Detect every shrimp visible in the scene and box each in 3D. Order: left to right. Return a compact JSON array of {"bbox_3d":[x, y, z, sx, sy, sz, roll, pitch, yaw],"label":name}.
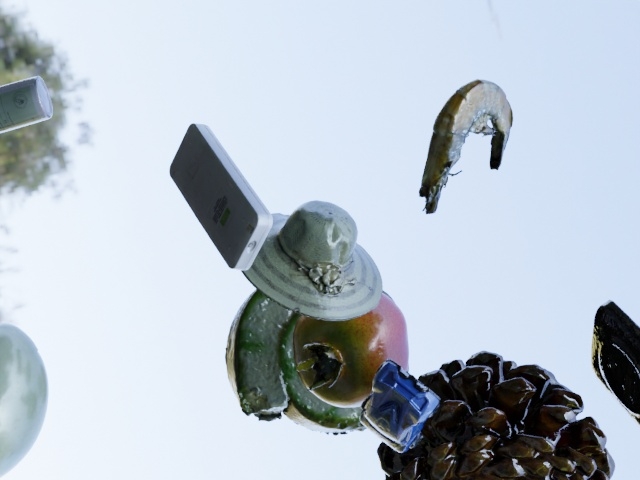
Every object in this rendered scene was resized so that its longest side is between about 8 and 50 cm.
[{"bbox_3d":[0.219,-0.135,1.879,0.051,0.150,0.217,41,-63,44],"label":"shrimp"}]

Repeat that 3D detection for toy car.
[{"bbox_3d":[0.105,0.249,1.823,0.103,0.063,0.216,38,-30,13],"label":"toy car"}]

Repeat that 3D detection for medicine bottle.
[{"bbox_3d":[-0.439,-0.154,1.587,0.057,0.199,0.058,-15,90,-87],"label":"medicine bottle"}]

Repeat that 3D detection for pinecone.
[{"bbox_3d":[0.289,0.367,2.122,0.397,0.397,0.398,40,-42,48],"label":"pinecone"}]

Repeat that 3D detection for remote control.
[{"bbox_3d":[-0.150,-0.068,1.860,0.250,0.034,0.103,53,-55,41],"label":"remote control"}]

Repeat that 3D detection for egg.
[{"bbox_3d":[-0.504,0.246,1.894,0.186,0.186,0.253,2,-105,62],"label":"egg"}]

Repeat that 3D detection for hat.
[{"bbox_3d":[0.000,0.000,1.942,0.252,0.252,0.110,53,-46,35],"label":"hat"}]

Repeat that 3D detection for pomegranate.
[{"bbox_3d":[0.046,0.196,2.293,0.220,0.256,0.221,5,-79,29],"label":"pomegranate"}]

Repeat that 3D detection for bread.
[{"bbox_3d":[-0.009,0.233,2.569,0.366,0.382,0.129,55,-19,1],"label":"bread"}]

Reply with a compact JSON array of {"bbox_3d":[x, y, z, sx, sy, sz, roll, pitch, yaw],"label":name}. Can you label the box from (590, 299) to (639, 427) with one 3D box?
[{"bbox_3d":[0.500,0.214,2.002,0.201,0.042,0.213,51,-21,39],"label":"box"}]
